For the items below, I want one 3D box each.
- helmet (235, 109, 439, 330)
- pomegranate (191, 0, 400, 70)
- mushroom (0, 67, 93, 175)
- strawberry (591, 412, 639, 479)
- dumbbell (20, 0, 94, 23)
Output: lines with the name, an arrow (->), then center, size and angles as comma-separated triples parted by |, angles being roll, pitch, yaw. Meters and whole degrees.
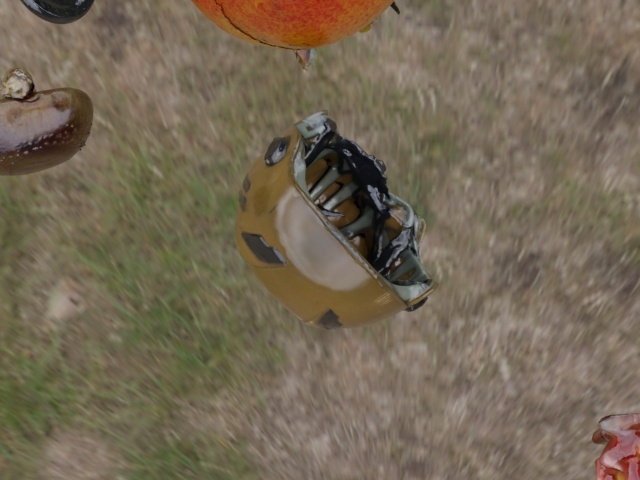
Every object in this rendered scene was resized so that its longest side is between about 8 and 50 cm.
helmet -> 0.000, 0.000, 1.746 | 0.130, 0.224, 0.198 | -39, 107, 21
pomegranate -> -0.018, -0.248, 1.601 | 0.210, 0.235, 0.210 | -11, 48, 12
mushroom -> -0.267, -0.105, 1.780 | 0.127, 0.127, 0.087 | -13, 82, 0
strawberry -> 0.184, 0.087, 0.648 | 0.188, 0.121, 0.082 | -7, 73, -8
dumbbell -> -0.142, -0.170, 1.173 | 0.147, 0.069, 0.069 | -17, 75, 43
